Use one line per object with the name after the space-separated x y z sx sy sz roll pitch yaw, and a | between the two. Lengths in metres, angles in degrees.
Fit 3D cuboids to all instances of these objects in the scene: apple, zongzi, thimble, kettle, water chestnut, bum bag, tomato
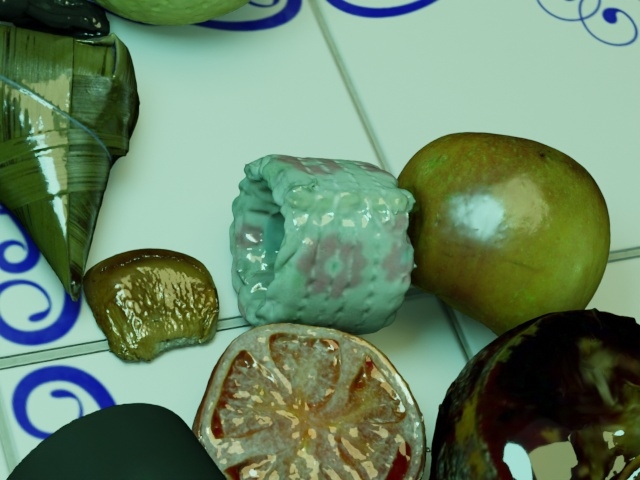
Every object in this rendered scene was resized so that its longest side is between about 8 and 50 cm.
0.184 0.001 1.675 0.237 0.237 0.207 21 76 -2 | apple
-0.339 -0.088 1.640 0.286 0.138 0.300 9 61 -6 | zongzi
0.000 0.000 1.624 0.149 0.211 0.185 2 67 -19 | thimble
-0.102 0.318 1.324 0.203 0.262 0.308 -41 52 -7 | kettle
0.270 0.210 1.496 0.350 0.302 0.350 8 54 -12 | water chestnut
-0.376 -0.276 1.747 0.310 0.074 0.137 9 18 -40 | bum bag
-0.019 0.196 1.551 0.237 0.095 0.236 10 55 -15 | tomato

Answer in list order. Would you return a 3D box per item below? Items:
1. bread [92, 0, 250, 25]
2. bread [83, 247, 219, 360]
-0.165 -0.398 1.802 0.320 0.320 0.237 28 34 4 | bread
-0.169 0.058 1.636 0.129 0.044 0.126 -10 60 -27 | bread
